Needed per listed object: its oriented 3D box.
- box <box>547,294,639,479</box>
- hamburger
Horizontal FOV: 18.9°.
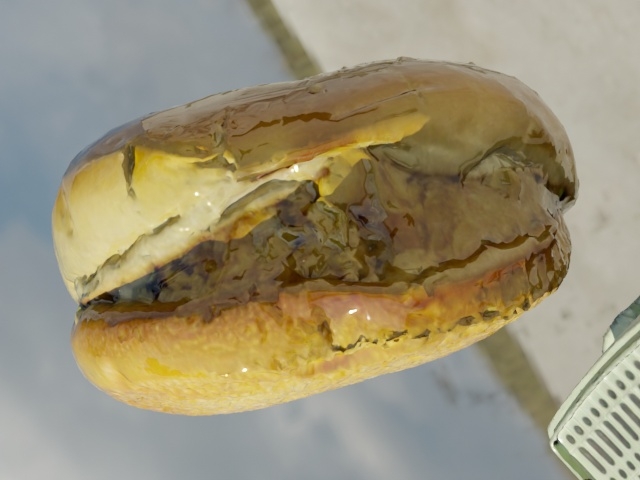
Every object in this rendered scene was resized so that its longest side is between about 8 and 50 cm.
[{"bbox_3d":[0.292,0.129,1.125,0.290,0.166,0.220,47,151,11],"label":"box"},{"bbox_3d":[0.000,0.000,1.063,0.314,0.290,0.170,107,153,-82],"label":"hamburger"}]
